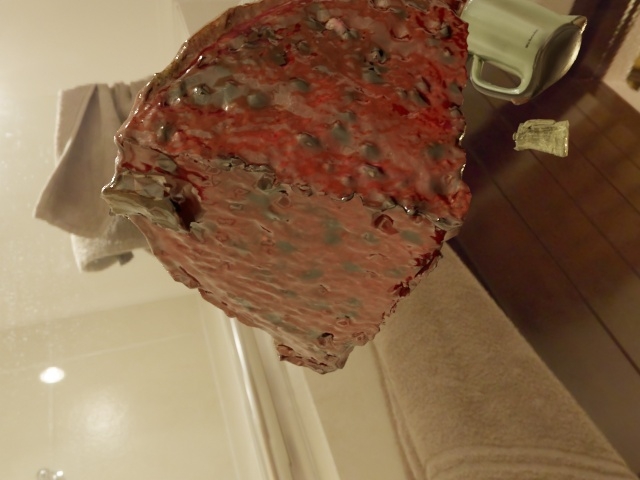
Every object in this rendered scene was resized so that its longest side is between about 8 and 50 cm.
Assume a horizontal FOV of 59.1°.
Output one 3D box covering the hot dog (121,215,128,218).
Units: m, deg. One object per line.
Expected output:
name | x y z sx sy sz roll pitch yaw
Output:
hot dog | -0.178 -0.035 0.782 0.216 0.066 0.047 16 -41 -8

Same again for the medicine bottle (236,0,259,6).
medicine bottle | -0.021 -0.333 0.790 0.141 0.141 0.293 19 -47 -40

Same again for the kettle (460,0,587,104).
kettle | 0.459 -0.455 1.342 0.165 0.255 0.240 10 -62 -47

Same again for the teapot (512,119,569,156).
teapot | 0.343 -0.163 0.882 0.083 0.057 0.067 6 -33 30

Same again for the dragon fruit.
dragon fruit | 0.000 0.000 0.444 0.303 0.240 0.330 -13 -51 -19
